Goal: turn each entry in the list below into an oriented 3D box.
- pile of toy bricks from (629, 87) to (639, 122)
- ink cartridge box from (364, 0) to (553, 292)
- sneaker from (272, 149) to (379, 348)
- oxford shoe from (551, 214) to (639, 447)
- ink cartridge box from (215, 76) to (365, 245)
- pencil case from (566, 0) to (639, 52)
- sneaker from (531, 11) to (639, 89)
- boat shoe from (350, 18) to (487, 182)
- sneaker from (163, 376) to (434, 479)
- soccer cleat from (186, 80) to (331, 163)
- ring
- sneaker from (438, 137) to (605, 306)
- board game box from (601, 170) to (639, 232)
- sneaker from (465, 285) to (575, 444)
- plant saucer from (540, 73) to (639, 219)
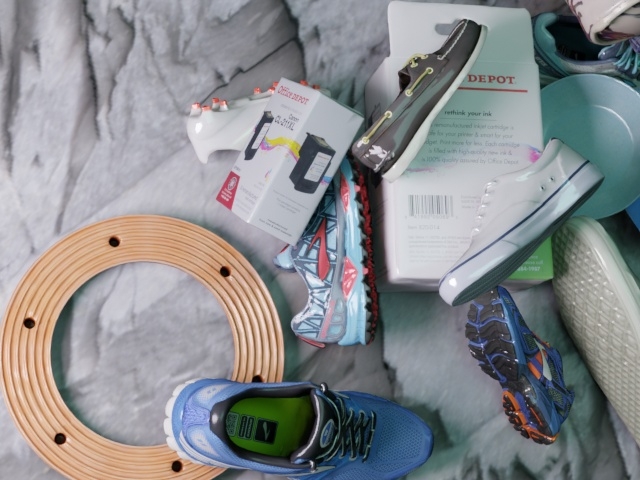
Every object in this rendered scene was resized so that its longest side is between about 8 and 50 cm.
[{"bbox_3d":[0.497,-0.148,1.587,0.212,0.118,0.105,-6,61,-16],"label":"pile of toy bricks"},{"bbox_3d":[0.169,-0.115,1.506,0.207,0.119,0.354,1,78,-12],"label":"ink cartridge box"},{"bbox_3d":[0.000,0.000,1.442,0.125,0.104,0.262,-6,72,6],"label":"sneaker"},{"bbox_3d":[0.433,0.157,1.490,0.130,0.169,0.449,-33,94,-15],"label":"oxford shoe"},{"bbox_3d":[-0.038,-0.098,1.414,0.072,0.127,0.175,27,93,-27],"label":"ink cartridge box"},{"bbox_3d":[0.340,-0.443,1.505,0.183,0.160,0.410,-11,68,-31],"label":"pencil case"},{"bbox_3d":[0.392,-0.241,1.587,0.282,0.122,0.110,7,77,-12],"label":"sneaker"},{"bbox_3d":[0.119,-0.179,1.403,0.068,0.081,0.228,34,77,-6],"label":"boat shoe"},{"bbox_3d":[-0.005,0.228,1.354,0.329,0.147,0.130,9,81,-27],"label":"sneaker"},{"bbox_3d":[-0.076,-0.151,1.489,0.196,0.068,0.076,-16,111,-23],"label":"soccer cleat"},{"bbox_3d":[-0.210,0.134,1.405,0.336,0.032,0.337,3,78,-14],"label":"ring"},{"bbox_3d":[0.220,-0.024,1.400,0.258,0.094,0.091,-39,72,-22],"label":"sneaker"},{"bbox_3d":[0.448,-0.055,1.601,0.133,0.033,0.169,-15,62,-28],"label":"board game box"},{"bbox_3d":[0.252,0.146,1.481,0.087,0.083,0.221,-39,114,-33],"label":"sneaker"},{"bbox_3d":[0.351,-0.122,1.564,0.194,0.037,0.195,-1,86,19],"label":"plant saucer"}]
